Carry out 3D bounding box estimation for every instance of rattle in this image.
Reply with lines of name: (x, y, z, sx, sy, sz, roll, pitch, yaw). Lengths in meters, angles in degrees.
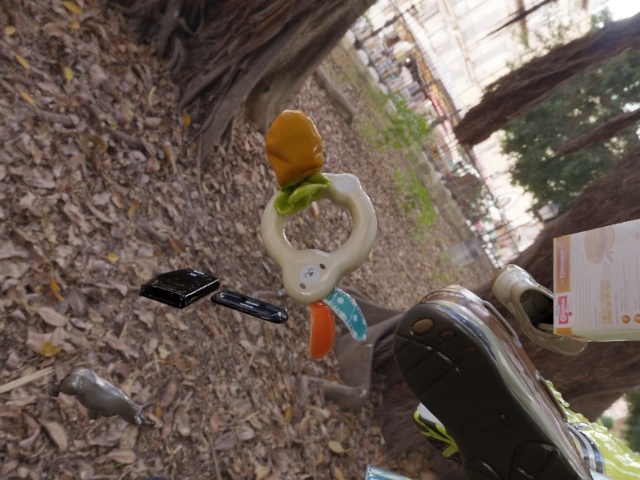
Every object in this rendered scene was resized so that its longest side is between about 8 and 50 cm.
rattle: (0.000, 0.000, 0.482, 0.142, 0.130, 0.199, 115, -20, -62)

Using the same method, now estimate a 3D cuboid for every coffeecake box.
coffeecake box: (0.402, 0.053, 0.636, 0.068, 0.185, 0.142, 18, 70, -27)

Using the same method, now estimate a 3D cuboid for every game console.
game console: (-0.261, 0.152, 1.277, 0.213, 0.362, 0.043, -31, 136, -75)

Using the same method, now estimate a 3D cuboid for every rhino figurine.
rhino figurine: (-0.490, 0.372, 1.141, 0.243, 0.106, 0.073, 39, 36, -20)

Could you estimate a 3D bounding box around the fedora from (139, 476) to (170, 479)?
fedora: (-0.338, 0.597, 0.975, 0.153, 0.334, 0.334, 29, -14, 50)

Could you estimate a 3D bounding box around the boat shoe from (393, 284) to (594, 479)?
boat shoe: (0.199, 0.185, 0.508, 0.323, 0.123, 0.120, 61, 35, -5)

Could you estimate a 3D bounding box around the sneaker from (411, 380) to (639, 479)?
sneaker: (0.298, 0.254, 0.642, 0.147, 0.385, 0.145, -48, 124, -24)

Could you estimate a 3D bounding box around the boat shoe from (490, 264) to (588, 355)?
boat shoe: (0.482, 0.168, 1.045, 0.302, 0.109, 0.098, 41, 8, -24)

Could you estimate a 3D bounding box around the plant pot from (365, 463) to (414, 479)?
plant pot: (0.240, 0.806, 1.404, 0.272, 0.256, 0.271, 7, 90, -80)
